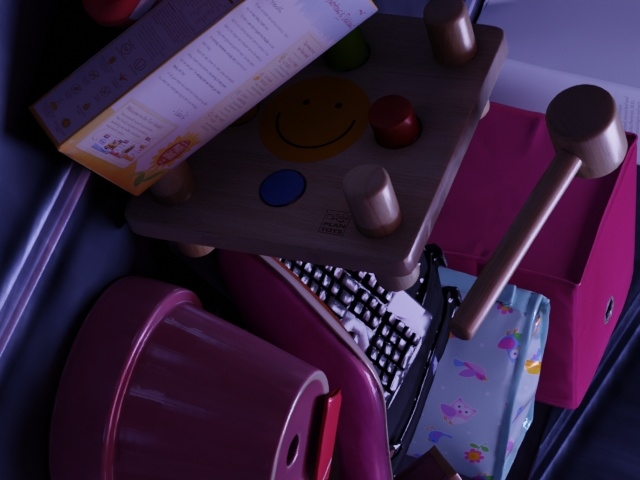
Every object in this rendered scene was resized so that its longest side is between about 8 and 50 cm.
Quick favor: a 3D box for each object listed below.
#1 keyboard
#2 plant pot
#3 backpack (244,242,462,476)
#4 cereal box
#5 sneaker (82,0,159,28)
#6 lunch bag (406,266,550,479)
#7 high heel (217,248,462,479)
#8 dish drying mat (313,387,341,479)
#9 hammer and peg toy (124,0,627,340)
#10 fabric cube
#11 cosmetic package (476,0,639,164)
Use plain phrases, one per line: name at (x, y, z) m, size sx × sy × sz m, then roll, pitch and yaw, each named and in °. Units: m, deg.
keyboard at (0.000, 0.000, 1.816) m, size 0.317 × 0.033 × 0.201 m, roll 40°, pitch 61°, yaw -36°
plant pot at (-0.098, 0.145, 1.637) m, size 0.201 × 0.180 × 0.201 m, roll 14°, pitch 90°, yaw -74°
backpack at (0.021, 0.130, 1.989) m, size 0.225 × 0.191 × 0.253 m, roll 66°, pitch 34°, yaw -59°
cereal box at (-0.080, -0.135, 1.464) m, size 0.240 × 0.047 × 0.173 m, roll -38°, pitch 163°, yaw 4°
sneaker at (-0.154, -0.253, 1.353) m, size 0.128 × 0.087 × 0.221 m, roll -7°, pitch 113°, yaw -53°
lunch bag at (0.146, 0.130, 2.336) m, size 0.160 × 0.223 × 0.262 m, roll -57°, pitch 158°, yaw -46°
high heel at (-0.018, 0.173, 1.746) m, size 0.181 × 0.377 × 0.127 m, roll -38°, pitch -161°, yaw -1°
dish drying mat at (0.006, 0.165, 1.660) m, size 0.032 × 0.008 × 0.083 m, roll -32°, pitch 134°, yaw -66°
hammer and peg toy at (0.044, -0.079, 1.602) m, size 0.266 × 0.361 × 0.127 m, roll -64°, pitch 151°, yaw -31°
fabric cube at (0.242, 0.012, 2.491) m, size 0.258 × 0.259 × 0.254 m, roll 83°, pitch 28°, yaw -50°
cosmetic package at (0.395, -0.229, 2.574) m, size 0.156 × 0.385 × 0.217 m, roll 80°, pitch 32°, yaw -52°
